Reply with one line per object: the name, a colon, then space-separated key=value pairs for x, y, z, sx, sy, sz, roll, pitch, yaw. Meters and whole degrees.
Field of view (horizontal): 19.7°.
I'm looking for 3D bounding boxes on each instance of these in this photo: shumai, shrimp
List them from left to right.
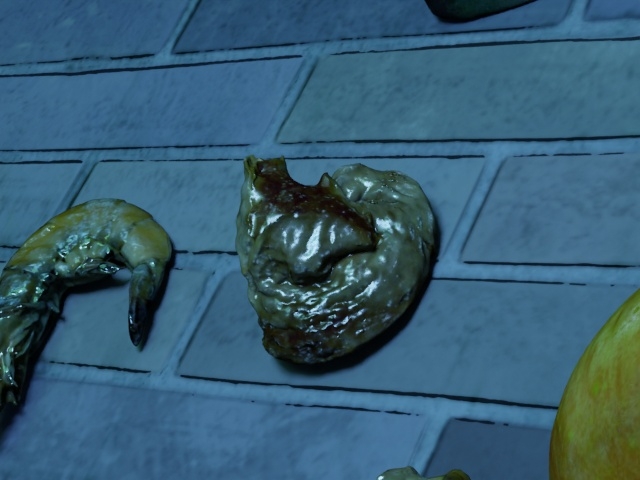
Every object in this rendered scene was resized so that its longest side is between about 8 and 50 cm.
shrimp: x=-0.183 y=0.051 z=1.328 sx=0.150 sy=0.051 sz=0.217 roll=-2 pitch=48 yaw=30
shumai: x=0.001 y=0.012 z=1.178 sx=0.123 sy=0.105 sz=0.139 roll=9 pitch=85 yaw=41

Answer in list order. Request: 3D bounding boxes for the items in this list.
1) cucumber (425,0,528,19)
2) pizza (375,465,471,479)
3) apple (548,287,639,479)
cucumber: x=0.170 y=-0.234 z=1.291 sx=0.244 sy=0.063 sz=0.115 roll=-30 pitch=38 yaw=17
pizza: x=-0.051 y=0.340 z=0.888 sx=0.435 sy=0.080 sz=0.392 roll=-32 pitch=42 yaw=4
apple: x=0.208 y=0.089 z=0.842 sx=0.196 sy=0.196 sz=0.196 roll=-23 pitch=41 yaw=22
